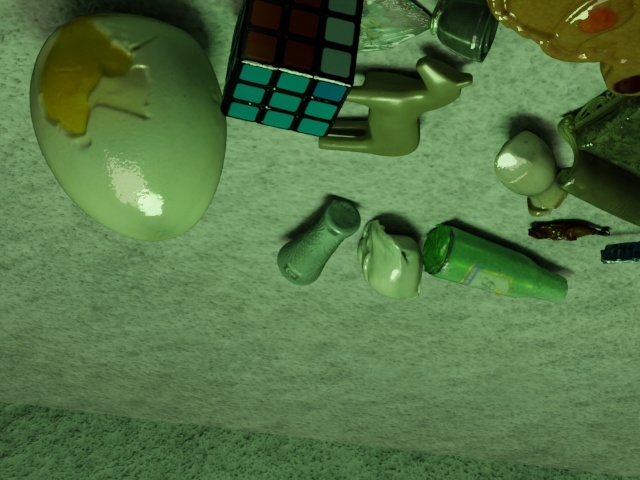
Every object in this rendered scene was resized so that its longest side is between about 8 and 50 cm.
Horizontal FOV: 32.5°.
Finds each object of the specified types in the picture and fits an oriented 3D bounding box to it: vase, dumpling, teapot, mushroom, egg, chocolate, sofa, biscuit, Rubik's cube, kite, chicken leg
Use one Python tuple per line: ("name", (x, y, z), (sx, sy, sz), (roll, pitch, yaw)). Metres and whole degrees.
("vase", (0.000, 0.000, 2.106), (0.096, 0.096, 0.219), (18, 148, -17))
("dumpling", (0.128, 0.037, 2.127), (0.151, 0.124, 0.229), (37, 158, 28))
("teapot", (0.195, -0.289, 1.514), (0.091, 0.092, 0.124), (20, 148, 14))
("mushroom", (0.346, -0.109, 1.790), (0.088, 0.097, 0.212), (3, 158, 29))
("egg", (-0.277, -0.167, 1.629), (0.283, 0.345, 0.283), (-14, -176, 1))
("chocolate", (0.343, 0.057, 2.105), (0.291, 0.110, 0.110), (18, 151, -21))
("sofa", (0.495, -0.122, 1.632), (0.200, 0.182, 0.258), (23, 149, -22))
("biscuit", (0.407, -0.326, 1.333), (0.455, 0.078, 0.350), (19, 139, -35))
("Rubik's cube", (-0.041, -0.260, 1.528), (0.161, 0.163, 0.162), (11, 153, -10))
("kite", (0.001, -0.361, 1.507), (0.204, 0.022, 0.360), (-9, 151, 31))
("chicken leg", (0.452, -0.014, 2.004), (0.145, 0.037, 0.062), (-2, 172, 21))

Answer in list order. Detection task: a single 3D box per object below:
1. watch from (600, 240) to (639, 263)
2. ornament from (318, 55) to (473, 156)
("watch", (0.592, -0.058, 1.854), (0.275, 0.068, 0.276), (-2, 146, 23))
("ornament", (0.112, -0.211, 1.708), (0.245, 0.061, 0.230), (5, 150, 9))
